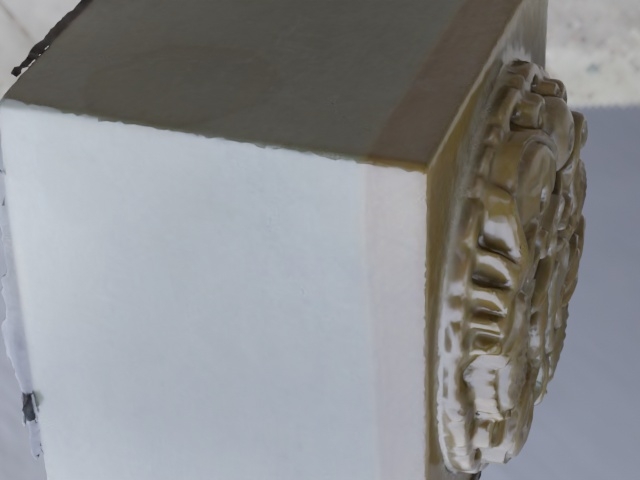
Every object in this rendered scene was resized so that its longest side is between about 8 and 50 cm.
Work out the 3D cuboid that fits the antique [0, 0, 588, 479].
[{"bbox_3d":[0.000,0.000,0.557,0.148,0.147,0.152,8,125,16],"label":"antique"}]
